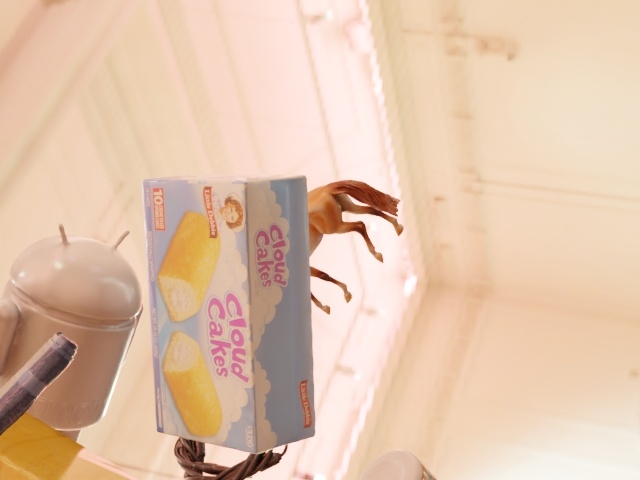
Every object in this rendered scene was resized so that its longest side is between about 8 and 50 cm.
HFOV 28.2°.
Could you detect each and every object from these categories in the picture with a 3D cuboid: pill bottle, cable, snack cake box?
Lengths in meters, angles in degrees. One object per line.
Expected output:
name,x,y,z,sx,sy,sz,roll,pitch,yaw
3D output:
pill bottle,0.164,0.451,2.092,0.216,0.121,0.121,50,-134,-31
cable,-0.124,0.261,1.683,0.150,0.184,0.047,-39,-52,-4
snack cake box,-0.091,0.067,1.273,0.089,0.152,0.264,-8,-82,-46

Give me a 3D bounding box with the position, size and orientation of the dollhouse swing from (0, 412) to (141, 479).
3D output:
dollhouse swing,-0.403,0.385,1.495,0.305,0.347,0.315,-64,-17,0

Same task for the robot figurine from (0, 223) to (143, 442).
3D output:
robot figurine,-0.386,0.142,1.900,0.300,0.200,0.353,-3,-64,-58

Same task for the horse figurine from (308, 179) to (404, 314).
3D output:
horse figurine,0.000,0.000,1.776,0.263,0.174,0.066,-49,14,27

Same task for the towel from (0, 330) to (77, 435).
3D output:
towel,-0.277,0.138,1.204,0.119,0.029,0.067,-46,12,-9
